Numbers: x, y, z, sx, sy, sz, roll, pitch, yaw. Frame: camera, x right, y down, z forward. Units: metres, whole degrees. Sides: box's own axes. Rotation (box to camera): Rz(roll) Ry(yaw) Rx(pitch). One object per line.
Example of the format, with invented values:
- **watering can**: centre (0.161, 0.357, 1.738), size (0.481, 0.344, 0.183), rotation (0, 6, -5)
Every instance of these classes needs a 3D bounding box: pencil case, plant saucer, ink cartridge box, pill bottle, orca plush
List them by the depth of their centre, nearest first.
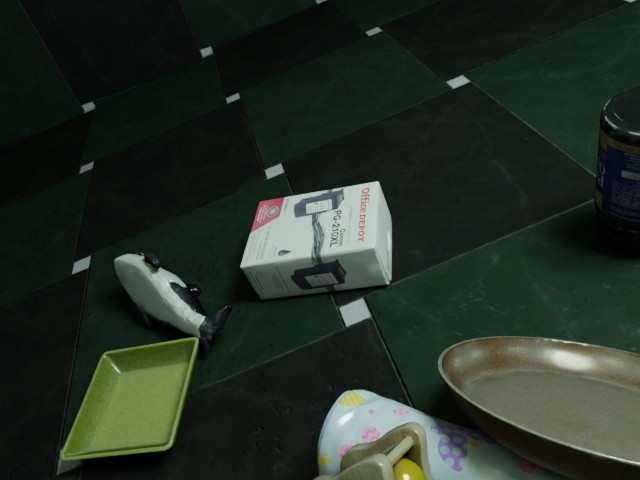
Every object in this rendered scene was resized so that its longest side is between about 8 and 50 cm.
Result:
- **plant saucer**: centre (0.275, 0.166, 0.501), size (0.311, 0.050, 0.310), rotation (5, 7, -1)
- **pencil case**: centre (0.131, 0.239, 0.510), size (0.273, 0.113, 0.124), rotation (5, 65, 31)
- **pill bottle**: centre (0.444, -0.088, 0.674), size (0.123, 0.219, 0.122), rotation (-13, 42, 12)
- **plant saucer**: centre (-0.285, 0.255, 0.782), size (0.188, 0.045, 0.188), rotation (-12, 42, 14)
- **ink cartridge box**: centre (0.000, 0.000, 0.878), size (0.237, 0.100, 0.172), rotation (-8, 44, 17)
- **orca plush**: centre (-0.255, 0.088, 0.907), size (0.287, 0.151, 0.102), rotation (11, 20, 37)

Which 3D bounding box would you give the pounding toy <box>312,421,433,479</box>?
- **pounding toy**: centre (0.066, 0.306, 0.396), size (0.154, 0.269, 0.155), rotation (-16, -3, 36)
